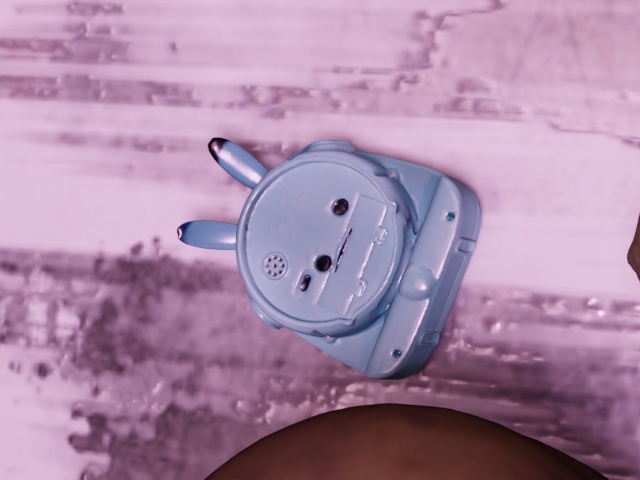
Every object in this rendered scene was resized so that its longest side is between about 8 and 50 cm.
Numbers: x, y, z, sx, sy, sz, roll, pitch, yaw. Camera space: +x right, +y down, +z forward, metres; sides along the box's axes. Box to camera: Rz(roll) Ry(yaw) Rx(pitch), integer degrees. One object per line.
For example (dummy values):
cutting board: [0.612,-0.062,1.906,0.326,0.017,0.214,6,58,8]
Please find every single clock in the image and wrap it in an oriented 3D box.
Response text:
clock: [0.000,0.000,0.803,0.147,0.045,0.108,22,93,22]

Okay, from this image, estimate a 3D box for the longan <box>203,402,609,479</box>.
longan: [0.026,0.214,0.653,0.297,0.297,0.297,-2,86,21]

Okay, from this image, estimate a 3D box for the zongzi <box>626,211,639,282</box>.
zongzi: [0.273,0.109,0.673,0.181,0.418,0.447,-30,36,23]
